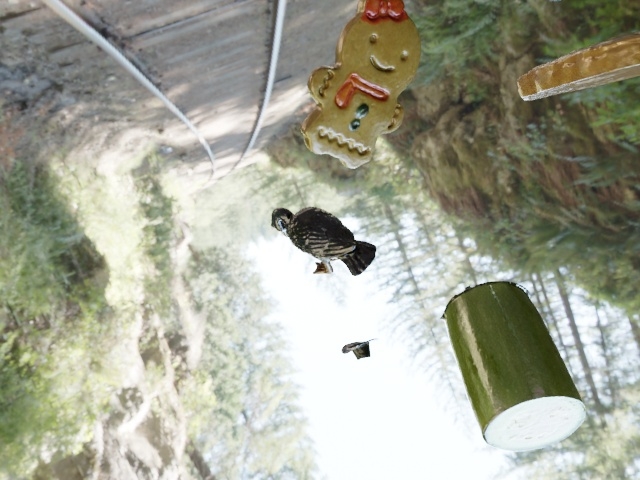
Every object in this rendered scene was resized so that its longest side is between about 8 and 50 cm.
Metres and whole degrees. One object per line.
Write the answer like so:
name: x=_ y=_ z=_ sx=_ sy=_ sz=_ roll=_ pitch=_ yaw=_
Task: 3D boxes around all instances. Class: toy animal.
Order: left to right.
toy animal: x=0.000 y=0.000 z=1.437 sx=0.122 sy=0.185 sz=0.298 roll=-44 pitch=-144 yaw=-21

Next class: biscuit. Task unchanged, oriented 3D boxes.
biscuit: x=0.063 y=-0.209 z=0.788 sx=0.165 sy=0.226 sz=0.036 roll=19 pitch=-165 yaw=-38
biscuit: x=0.522 y=-0.311 z=0.990 sx=0.364 sy=0.062 sz=0.385 roll=-14 pitch=-174 yaw=-4

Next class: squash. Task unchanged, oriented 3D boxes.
squash: x=0.491 y=0.313 z=1.549 sx=0.262 sy=0.263 sz=0.385 roll=-19 pitch=-136 yaw=9

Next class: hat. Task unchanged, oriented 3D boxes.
hat: x=0.115 y=0.302 z=1.629 sx=0.121 sy=0.051 sz=0.121 roll=-17 pitch=175 yaw=-2
